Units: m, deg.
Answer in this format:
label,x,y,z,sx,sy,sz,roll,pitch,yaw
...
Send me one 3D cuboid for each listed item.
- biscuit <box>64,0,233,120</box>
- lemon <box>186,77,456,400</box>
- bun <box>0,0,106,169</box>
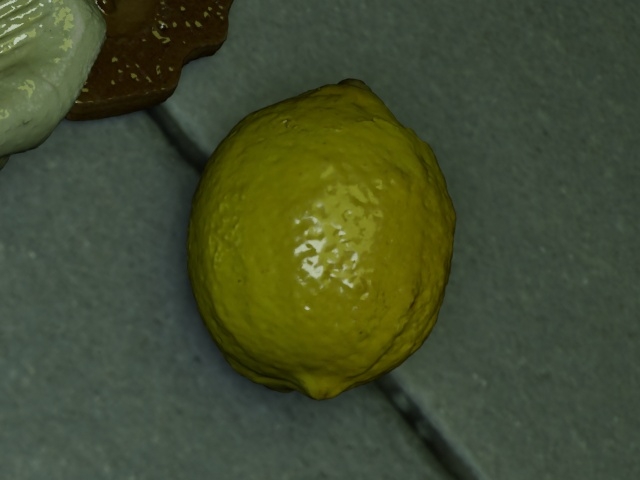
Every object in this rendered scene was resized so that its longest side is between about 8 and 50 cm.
label,x,y,z,sx,sy,sz,roll,pitch,yaw
biscuit,-0.140,-0.186,1.264,0.182,0.034,0.215,48,59,-3
lemon,0.001,0.003,1.190,0.181,0.180,0.193,-16,79,-31
bun,-0.248,-0.118,1.125,0.231,0.133,0.231,5,64,-10
